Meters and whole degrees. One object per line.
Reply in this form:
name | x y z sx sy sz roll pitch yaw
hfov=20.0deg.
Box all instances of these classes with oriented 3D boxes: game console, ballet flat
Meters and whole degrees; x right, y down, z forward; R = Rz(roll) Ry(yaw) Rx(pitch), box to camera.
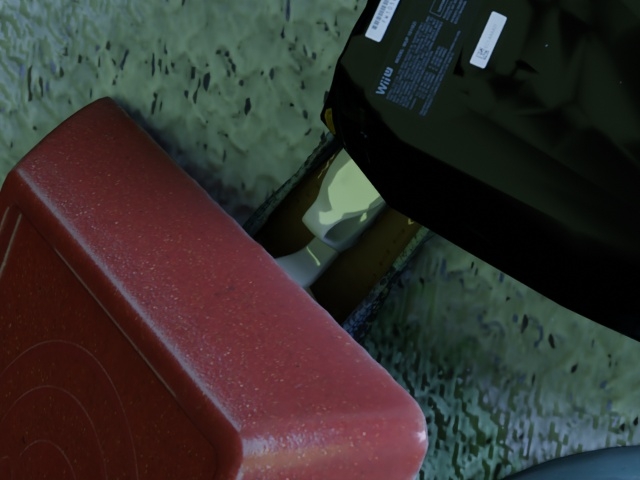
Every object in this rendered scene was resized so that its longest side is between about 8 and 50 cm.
game console | 0.161 -0.137 0.564 0.213 0.044 0.361 26 100 4
ballet flat | 0.000 0.000 0.665 0.070 0.070 0.188 43 113 14

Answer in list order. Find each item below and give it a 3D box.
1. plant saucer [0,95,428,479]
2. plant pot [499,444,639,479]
plant saucer | -0.090 0.107 0.663 0.258 0.048 0.259 43 117 48
plant pot | 0.094 0.230 0.580 0.293 0.196 0.293 4 99 26
